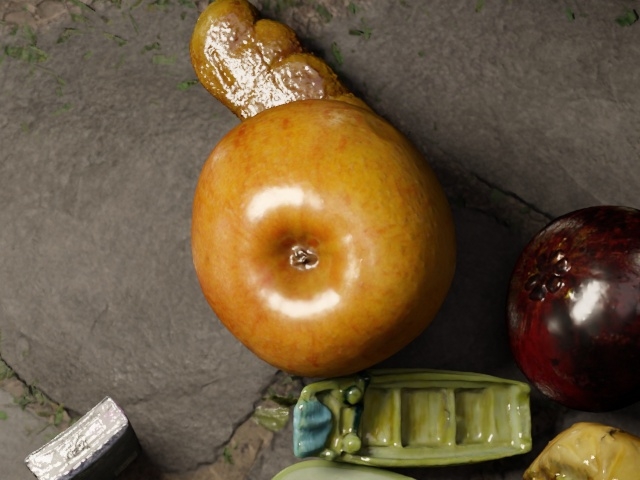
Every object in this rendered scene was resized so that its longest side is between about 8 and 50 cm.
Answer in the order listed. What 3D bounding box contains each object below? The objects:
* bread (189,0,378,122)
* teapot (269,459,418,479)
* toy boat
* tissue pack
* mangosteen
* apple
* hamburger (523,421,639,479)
[{"bbox_3d":[-0.017,-0.154,1.742,0.344,0.084,0.124,42,95,7],"label":"bread"},{"bbox_3d":[-0.004,0.368,1.514,0.239,0.239,0.322,21,77,12],"label":"teapot"},{"bbox_3d":[0.097,0.197,1.630,0.276,0.084,0.111,0,91,-16],"label":"toy boat"},{"bbox_3d":[-0.249,0.231,1.567,0.112,0.156,0.051,-39,76,-14],"label":"tissue pack"},{"bbox_3d":[0.340,0.090,1.647,0.261,0.235,0.235,31,70,-31],"label":"mangosteen"},{"bbox_3d":[0.000,0.000,1.581,0.299,0.275,0.299,1,106,4],"label":"apple"},{"bbox_3d":[0.329,0.327,1.520,0.318,0.318,0.158,37,69,6],"label":"hamburger"}]
